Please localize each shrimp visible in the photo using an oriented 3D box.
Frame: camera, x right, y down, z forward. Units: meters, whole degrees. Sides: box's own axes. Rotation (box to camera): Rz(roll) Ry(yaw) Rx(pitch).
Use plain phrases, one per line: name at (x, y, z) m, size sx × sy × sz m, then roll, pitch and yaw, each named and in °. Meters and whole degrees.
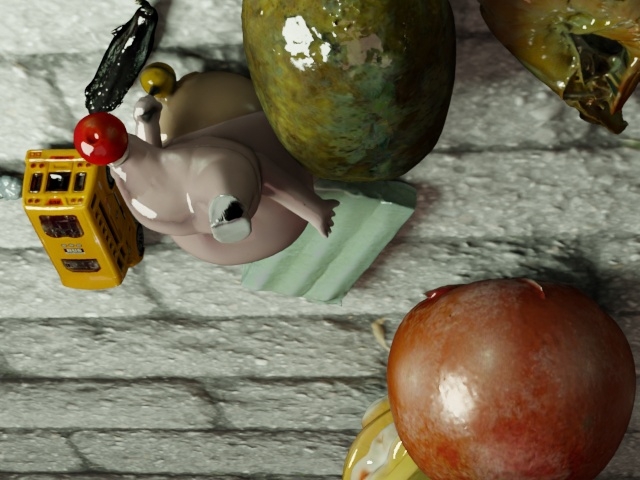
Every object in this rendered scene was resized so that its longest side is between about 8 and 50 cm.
shrimp at (0.214, -0.156, 1.123) m, size 0.145 × 0.061 × 0.267 m, roll 1°, pitch 152°, yaw 25°

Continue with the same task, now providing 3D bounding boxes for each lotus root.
lotus root at (0.023, -0.142, 1.091) m, size 0.160 × 0.152 × 0.275 m, roll -10°, pitch 151°, yaw 0°

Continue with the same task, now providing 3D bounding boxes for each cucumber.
cucumber at (-0.166, -0.162, 1.206) m, size 0.039 × 0.043 × 0.163 m, roll 50°, pitch 141°, yaw 8°

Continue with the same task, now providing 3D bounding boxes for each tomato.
tomato at (0.201, 0.164, 1.496) m, size 0.265 × 0.265 × 0.265 m, roll 4°, pitch 149°, yaw 2°

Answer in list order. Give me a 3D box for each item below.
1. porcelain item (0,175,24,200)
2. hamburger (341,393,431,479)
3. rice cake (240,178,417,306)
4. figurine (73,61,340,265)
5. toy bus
porcelain item at (-0.332, -0.059, 1.410) m, size 0.083 × 0.028 × 0.036 m, roll 16°, pitch 164°, yaw -21°
hamburger at (0.148, 0.311, 1.763) m, size 0.276 × 0.276 × 0.237 m, roll 20°, pitch -171°, yaw -24°
rice cake at (0.000, 0.000, 1.445) m, size 0.127 × 0.043 × 0.237 m, roll 14°, pitch 147°, yaw -13°
figurine at (-0.089, -0.069, 1.205) m, size 0.176 × 0.186 × 0.287 m, roll -11°, pitch -179°, yaw 17°
toy bus at (-0.236, -0.013, 1.412) m, size 0.083 × 0.088 × 0.194 m, roll -1°, pitch 149°, yaw 8°
